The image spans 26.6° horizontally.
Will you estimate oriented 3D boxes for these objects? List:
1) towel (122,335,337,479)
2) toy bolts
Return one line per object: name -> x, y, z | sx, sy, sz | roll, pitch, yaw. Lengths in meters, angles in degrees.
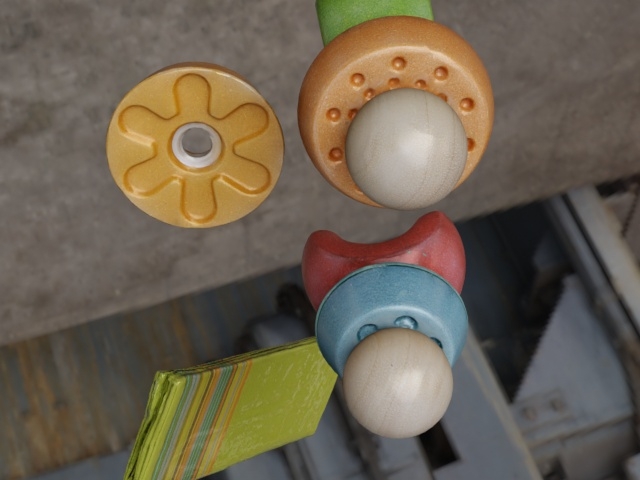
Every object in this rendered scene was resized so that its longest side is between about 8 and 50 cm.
towel -> -0.057, 0.123, 1.000 | 0.237, 0.021, 0.102 | -8, 125, -58
toy bolts -> 0.000, 0.000, 0.737 | 0.218, 0.158, 0.228 | -15, 119, 6
